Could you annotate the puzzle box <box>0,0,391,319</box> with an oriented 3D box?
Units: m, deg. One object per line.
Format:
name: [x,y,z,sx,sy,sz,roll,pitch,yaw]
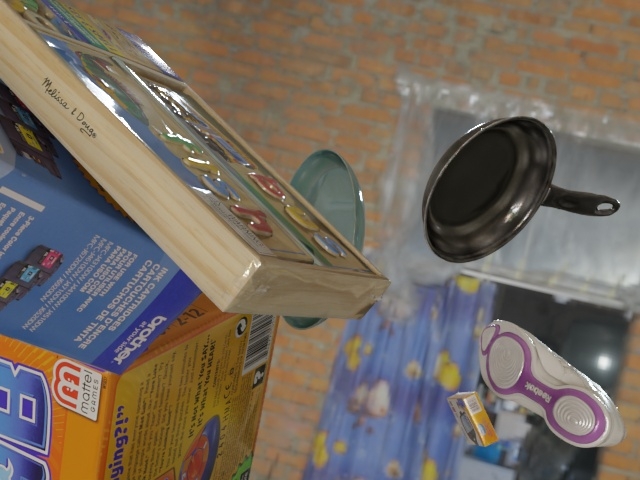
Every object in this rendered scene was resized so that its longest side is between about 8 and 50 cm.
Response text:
puzzle box: [-0.134,-0.083,0.973,0.409,0.052,0.272,44,13,21]

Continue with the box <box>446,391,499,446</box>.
box: [0.234,0.278,1.683,0.028,0.081,0.136,-24,-6,-10]

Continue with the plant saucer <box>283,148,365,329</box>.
plant saucer: [0.000,0.000,1.876,0.043,0.318,0.317,10,-2,-25]

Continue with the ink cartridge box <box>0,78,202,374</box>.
ink cartridge box: [-0.271,-0.045,0.976,0.270,0.151,0.395,53,10,36]

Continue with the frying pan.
frying pan: [0.248,-0.080,1.292,0.326,0.197,0.053,-19,43,-28]

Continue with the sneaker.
sneaker: [0.385,0.251,1.818,0.152,0.114,0.305,21,18,-47]

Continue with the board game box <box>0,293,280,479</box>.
board game box: [-0.306,0.195,1.313,0.356,0.357,0.356,20,21,22]
